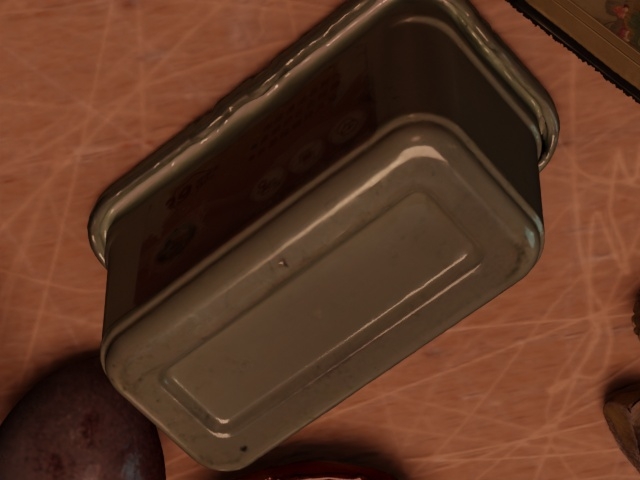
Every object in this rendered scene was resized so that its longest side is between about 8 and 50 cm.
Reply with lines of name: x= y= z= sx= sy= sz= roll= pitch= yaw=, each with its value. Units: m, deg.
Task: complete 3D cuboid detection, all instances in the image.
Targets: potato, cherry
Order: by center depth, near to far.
cherry: x=-0.143 y=0.165 z=1.115 sx=0.188 sy=0.148 sz=0.115 roll=18 pitch=157 yaw=19
potato: x=0.232 y=0.130 z=1.153 sx=0.037 sy=0.036 sz=0.093 roll=-42 pitch=139 yaw=-17

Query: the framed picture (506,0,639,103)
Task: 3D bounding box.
framed picture: x=0.220 y=-0.168 z=0.911 sx=0.199 sy=0.010 sz=0.195 roll=43 pitch=119 yaw=25

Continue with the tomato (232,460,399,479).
tomato: x=-0.007 y=0.261 z=1.193 sx=0.228 sy=0.101 sz=0.227 roll=0 pitch=106 yaw=1

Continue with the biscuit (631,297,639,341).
biscuit: x=0.297 y=0.040 z=1.067 sx=0.168 sy=0.082 sz=0.070 roll=-25 pitch=115 yaw=15

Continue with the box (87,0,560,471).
box: x=0.000 y=0.000 z=0.987 sx=0.312 sy=0.182 sz=0.175 roll=-36 pitch=114 yaw=19
